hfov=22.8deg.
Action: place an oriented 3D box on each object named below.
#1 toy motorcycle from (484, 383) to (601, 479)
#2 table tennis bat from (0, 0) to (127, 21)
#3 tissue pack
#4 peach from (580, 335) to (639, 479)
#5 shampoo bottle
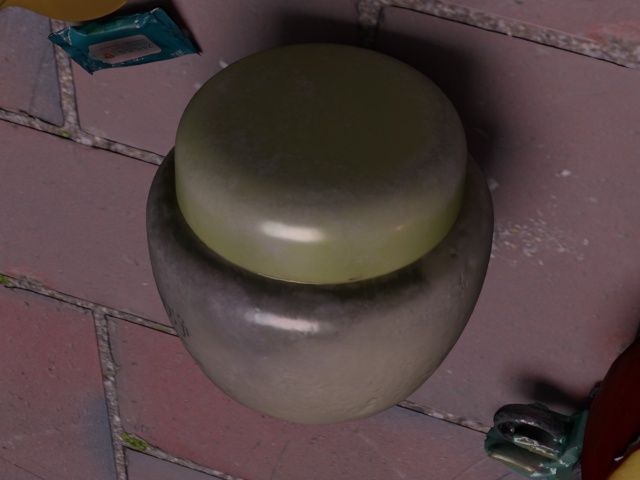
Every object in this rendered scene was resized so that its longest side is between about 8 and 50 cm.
[{"bbox_3d":[0.338,0.257,1.831,0.296,0.109,0.198,19,154,5],"label":"toy motorcycle"},{"bbox_3d":[-0.299,-0.271,1.562,0.198,0.050,0.321,37,140,-22],"label":"table tennis bat"},{"bbox_3d":[-0.197,-0.203,1.597,0.138,0.028,0.085,-4,154,27],"label":"tissue pack"},{"bbox_3d":[0.402,0.202,1.617,0.258,0.201,0.361,17,133,-4],"label":"peach"},{"bbox_3d":[0.000,0.000,1.493,0.322,0.322,0.317,14,137,14],"label":"shampoo bottle"}]
